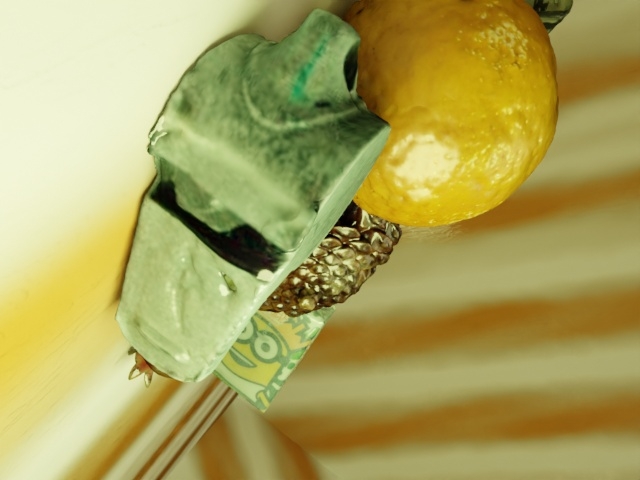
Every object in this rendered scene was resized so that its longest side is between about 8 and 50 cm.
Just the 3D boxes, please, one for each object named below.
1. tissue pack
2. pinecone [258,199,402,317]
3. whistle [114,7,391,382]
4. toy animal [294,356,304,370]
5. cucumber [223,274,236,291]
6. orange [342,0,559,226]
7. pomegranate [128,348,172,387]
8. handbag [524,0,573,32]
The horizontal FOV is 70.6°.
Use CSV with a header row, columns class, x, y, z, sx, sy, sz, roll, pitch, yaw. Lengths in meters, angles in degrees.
class,x,y,z,sx,sy,sz,roll,pitch,yaw
tissue pack,-0.139,0.223,1.102,0.311,0.227,0.128,-58,172,22
pinecone,-0.003,-0.006,0.830,0.298,0.242,0.296,-34,-170,35
whistle,-0.088,-0.024,0.468,0.405,0.168,0.188,-55,174,0
toy animal,-0.149,0.306,1.504,0.210,0.220,0.230,106,-7,-67
cucumber,-0.226,0.172,0.907,0.241,0.074,0.074,-53,173,1
orange,0.162,-0.188,0.632,0.340,0.293,0.341,-7,90,-88
pomegranate,-0.221,0.148,0.663,0.159,0.130,0.129,-26,168,-9
handbag,0.346,-0.490,0.870,0.325,0.162,0.327,76,19,-86
